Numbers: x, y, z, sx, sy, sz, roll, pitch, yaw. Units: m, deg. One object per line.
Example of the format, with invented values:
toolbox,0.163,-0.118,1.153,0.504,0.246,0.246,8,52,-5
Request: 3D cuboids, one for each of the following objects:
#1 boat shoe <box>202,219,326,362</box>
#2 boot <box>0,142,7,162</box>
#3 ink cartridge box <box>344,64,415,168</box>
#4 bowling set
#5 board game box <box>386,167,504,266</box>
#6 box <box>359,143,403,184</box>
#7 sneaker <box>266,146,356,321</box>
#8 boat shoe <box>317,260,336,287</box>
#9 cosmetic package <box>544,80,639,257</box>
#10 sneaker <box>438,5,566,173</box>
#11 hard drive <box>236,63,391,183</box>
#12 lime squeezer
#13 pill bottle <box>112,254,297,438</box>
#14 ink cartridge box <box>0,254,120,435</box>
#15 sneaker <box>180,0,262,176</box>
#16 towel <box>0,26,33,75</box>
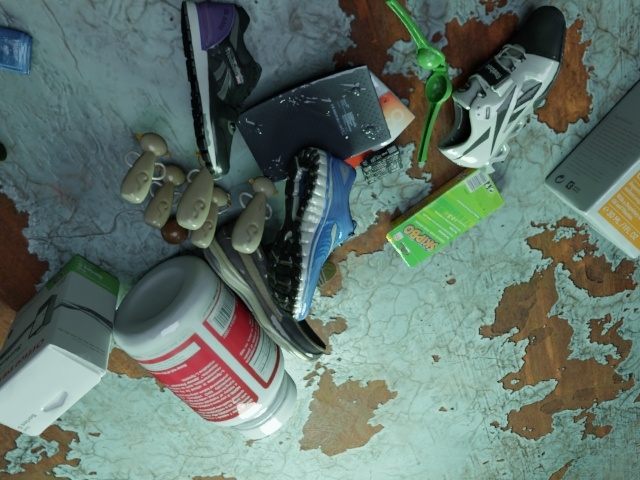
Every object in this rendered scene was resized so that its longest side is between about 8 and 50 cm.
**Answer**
boat shoe,-0.090,0.103,1.107,0.130,0.132,0.355,-39,105,1
boot,-0.700,-0.141,0.863,0.269,0.089,0.236,-29,123,6
ink cartridge box,0.072,-0.225,1.039,0.145,0.045,0.179,35,104,-29
bowling set,-0.250,-0.084,1.006,0.286,0.199,0.154,29,66,-31
board game box,0.276,-0.054,1.201,0.259,0.039,0.124,-37,122,6
box,0.126,-0.154,1.093,0.083,0.018,0.067,-27,152,3
sneaker,0.000,0.000,1.011,0.147,0.129,0.330,7,104,-35
boat shoe,-0.037,0.088,1.206,0.152,0.048,0.056,-29,103,-4
cosmetic package,0.748,-0.209,1.154,0.230,0.162,0.453,30,109,-28
sneaker,0.337,-0.289,1.020,0.146,0.122,0.331,11,117,-22
hard drive,-0.013,-0.216,0.988,0.254,0.054,0.172,-19,129,11
lime squeezer,0.192,-0.310,1.002,0.109,0.059,0.311,-25,123,-11
pill bottle,-0.222,0.244,1.137,0.228,0.229,0.408,-31,123,5
ink cartridge box,-0.496,0.188,1.004,0.198,0.273,0.114,-41,122,11
sneaker,-0.152,-0.251,0.890,0.124,0.107,0.284,-8,102,-19
towel,-0.521,-0.307,0.841,0.119,0.029,0.067,9,117,-19
